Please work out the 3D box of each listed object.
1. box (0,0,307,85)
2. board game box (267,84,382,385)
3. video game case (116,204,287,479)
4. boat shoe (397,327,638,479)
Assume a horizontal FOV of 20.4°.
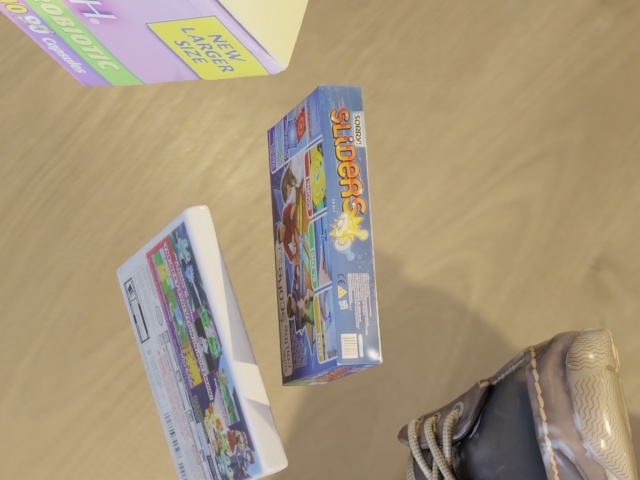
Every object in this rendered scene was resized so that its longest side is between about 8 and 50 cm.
[{"bbox_3d":[-0.083,-0.224,0.747,0.213,0.117,0.243,43,55,-48],"label":"box"},{"bbox_3d":[0.000,0.000,1.302,0.035,0.136,0.201,0,80,-18],"label":"board game box"},{"bbox_3d":[-0.094,0.092,1.350,0.023,0.183,0.201,-13,81,-26],"label":"video game case"},{"bbox_3d":[0.117,0.154,1.088,0.130,0.355,0.132,-7,65,-1],"label":"boat shoe"}]
